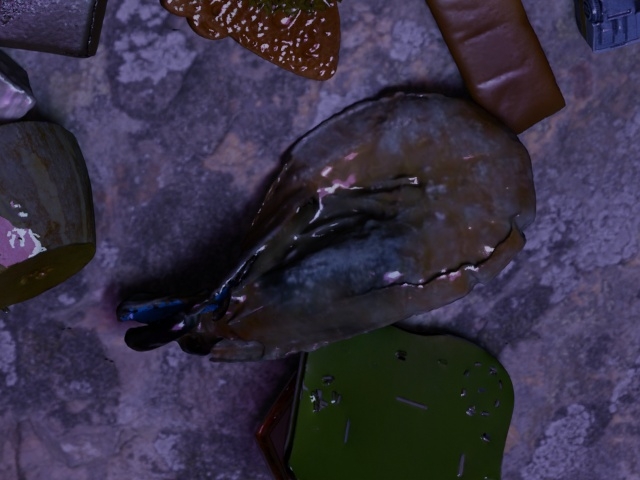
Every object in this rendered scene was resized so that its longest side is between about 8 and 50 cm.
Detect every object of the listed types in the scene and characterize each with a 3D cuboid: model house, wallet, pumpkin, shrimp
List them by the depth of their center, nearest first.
[{"bbox_3d":[-0.238,-0.265,1.816,0.110,0.031,0.198,7,117,-19],"label":"wallet"},{"bbox_3d":[-0.294,-0.002,1.872,0.217,0.110,0.217,-33,157,-16],"label":"pumpkin"},{"bbox_3d":[0.000,0.000,1.976,0.445,0.110,0.221,-25,81,6],"label":"shrimp"},{"bbox_3d":[0.049,0.196,2.133,0.294,0.154,0.207,21,69,-35],"label":"model house"}]

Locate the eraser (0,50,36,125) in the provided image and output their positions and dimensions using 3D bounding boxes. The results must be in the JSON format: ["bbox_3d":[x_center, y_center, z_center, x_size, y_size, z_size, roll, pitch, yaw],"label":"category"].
[{"bbox_3d":[-0.432,-0.066,1.850,0.343,0.078,0.144,-43,123,11],"label":"eraser"}]

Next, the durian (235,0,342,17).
[{"bbox_3d":[0.000,-0.290,1.798,0.146,0.102,0.208,28,98,-25],"label":"durian"}]

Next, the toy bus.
[{"bbox_3d":[0.276,-0.277,1.932,0.064,0.075,0.190,-15,124,-6],"label":"toy bus"}]

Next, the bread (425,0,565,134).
[{"bbox_3d":[0.162,-0.206,1.957,0.088,0.049,0.226,-27,123,1],"label":"bread"}]

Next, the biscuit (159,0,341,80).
[{"bbox_3d":[-0.062,-0.258,1.863,0.183,0.043,0.280,-38,126,3],"label":"biscuit"}]
